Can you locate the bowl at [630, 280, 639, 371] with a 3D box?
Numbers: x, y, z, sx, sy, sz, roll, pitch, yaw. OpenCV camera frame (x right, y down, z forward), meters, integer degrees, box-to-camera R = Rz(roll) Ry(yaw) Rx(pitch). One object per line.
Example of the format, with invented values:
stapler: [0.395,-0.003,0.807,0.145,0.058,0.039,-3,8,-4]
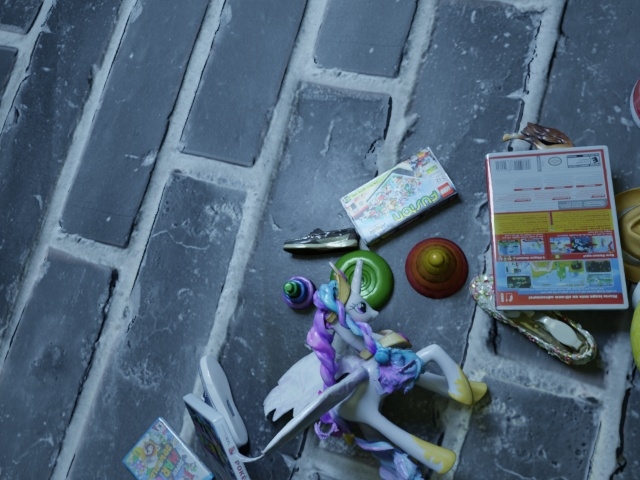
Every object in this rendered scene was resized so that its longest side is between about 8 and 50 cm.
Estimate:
bowl: [0.595,0.115,0.781,0.290,0.289,0.156,-34,31,4]

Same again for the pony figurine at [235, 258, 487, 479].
pony figurine: [0.062,0.258,0.856,0.363,0.303,0.351,41,91,-4]

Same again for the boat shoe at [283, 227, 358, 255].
boat shoe: [0.000,0.000,1.017,0.152,0.056,0.049,-3,73,3]

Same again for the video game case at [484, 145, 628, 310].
video game case: [0.400,-0.022,0.866,0.204,0.025,0.285,-2,76,11]

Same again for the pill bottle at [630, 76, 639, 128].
pill bottle: [0.637,-0.286,0.786,0.177,0.318,0.176,-3,77,12]

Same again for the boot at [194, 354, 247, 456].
boot: [-0.219,0.328,0.987,0.086,0.069,0.189,-26,77,10]

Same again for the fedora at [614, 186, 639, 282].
fedora: [0.586,-0.015,0.868,0.195,0.079,0.194,-3,78,13]

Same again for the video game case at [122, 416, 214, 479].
video game case: [-0.308,0.459,1.010,0.166,0.015,0.119,40,89,17]

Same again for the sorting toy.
sorting toy: [0.093,0.066,0.941,0.366,0.126,0.126,-11,76,10]

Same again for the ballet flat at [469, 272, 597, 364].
ballet flat: [0.378,0.130,0.887,0.241,0.077,0.091,32,88,18]

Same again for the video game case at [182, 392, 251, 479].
video game case: [-0.172,0.365,0.865,0.023,0.201,0.183,-24,97,-28]

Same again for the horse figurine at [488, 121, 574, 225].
horse figurine: [0.416,-0.105,0.932,0.175,0.066,0.263,9,80,14]

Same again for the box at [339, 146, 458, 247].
box: [0.155,-0.086,1.004,0.207,0.036,0.114,-31,74,5]
